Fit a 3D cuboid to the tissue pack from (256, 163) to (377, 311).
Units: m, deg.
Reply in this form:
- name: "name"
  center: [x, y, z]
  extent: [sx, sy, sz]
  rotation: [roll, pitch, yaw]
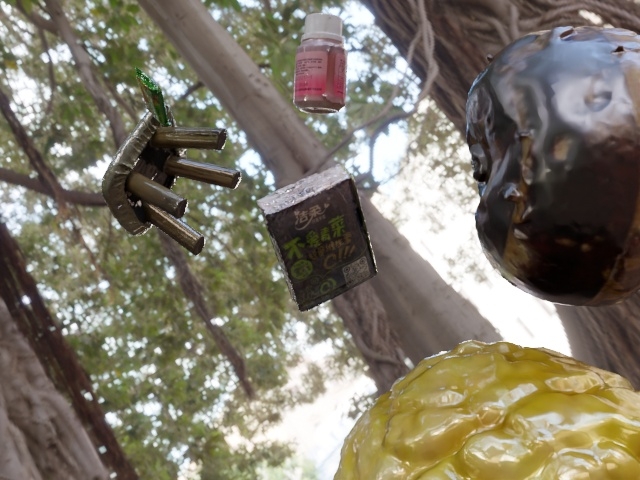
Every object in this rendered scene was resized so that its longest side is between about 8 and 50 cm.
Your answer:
- name: "tissue pack"
  center: [0.000, 0.000, 1.273]
  extent: [0.173, 0.073, 0.235]
  rotation: [-26, -54, -11]

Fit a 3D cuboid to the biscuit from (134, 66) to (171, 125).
- name: "biscuit"
  center: [-0.215, -0.182, 0.910]
  extent: [0.016, 0.046, 0.089]
  rotation: [-39, -17, -19]

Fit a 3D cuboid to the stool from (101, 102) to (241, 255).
- name: "stool"
  center: [-0.378, -0.152, 1.845]
  extent: [0.310, 0.226, 0.310]
  rotation: [84, -150, -66]

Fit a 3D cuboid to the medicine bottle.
- name: "medicine bottle"
  center: [0.003, -0.467, 1.881]
  extent: [0.147, 0.147, 0.247]
  rotation: [2, -89, -57]

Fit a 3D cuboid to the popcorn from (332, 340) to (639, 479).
- name: "popcorn"
  center: [0.181, 0.256, 0.656]
  extent: [0.390, 0.354, 0.344]
  rotation: [-30, -38, 31]

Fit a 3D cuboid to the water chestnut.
- name: "water chestnut"
  center: [0.290, -0.081, 0.733]
  extent: [0.300, 0.300, 0.300]
  rotation: [-31, -24, -15]
